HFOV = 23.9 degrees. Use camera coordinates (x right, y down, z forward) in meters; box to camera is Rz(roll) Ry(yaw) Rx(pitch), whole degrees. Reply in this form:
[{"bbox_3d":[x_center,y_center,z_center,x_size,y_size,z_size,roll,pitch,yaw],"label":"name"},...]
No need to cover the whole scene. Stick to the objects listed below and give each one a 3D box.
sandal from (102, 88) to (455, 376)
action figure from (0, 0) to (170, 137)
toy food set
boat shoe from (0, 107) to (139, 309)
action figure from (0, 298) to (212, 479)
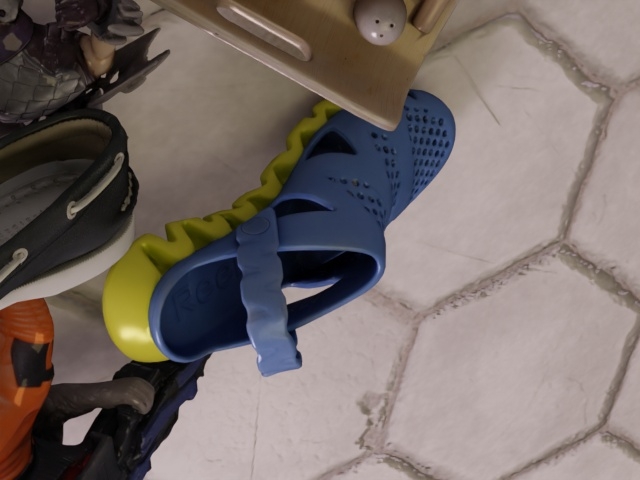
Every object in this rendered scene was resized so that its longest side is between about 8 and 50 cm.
[{"bbox_3d":[0.000,0.000,1.101,0.317,0.138,0.126,-42,134,-27],"label":"sandal"},{"bbox_3d":[-0.218,-0.142,0.951,0.185,0.099,0.285,-29,126,13],"label":"action figure"},{"bbox_3d":[0.029,-0.247,0.952,0.219,0.092,0.306,28,110,-10],"label":"toy food set"},{"bbox_3d":[-0.238,0.011,0.907,0.302,0.114,0.091,-38,149,-37],"label":"boat shoe"},{"bbox_3d":[-0.218,0.122,1.109,0.341,0.178,0.330,-53,140,-45],"label":"action figure"}]
